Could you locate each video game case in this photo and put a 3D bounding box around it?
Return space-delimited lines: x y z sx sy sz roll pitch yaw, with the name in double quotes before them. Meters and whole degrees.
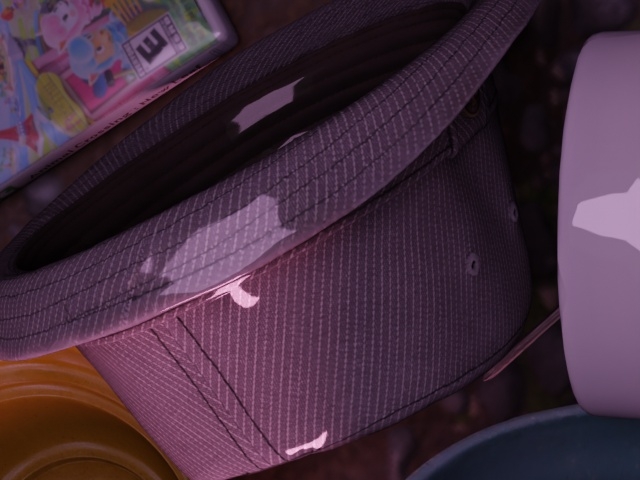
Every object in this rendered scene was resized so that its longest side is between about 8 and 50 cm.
"video game case" -0.165 -0.131 0.887 0.193 0.023 0.212 -32 77 14

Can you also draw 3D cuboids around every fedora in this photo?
"fedora" 0.000 0.000 0.728 0.243 0.275 0.124 -25 105 23

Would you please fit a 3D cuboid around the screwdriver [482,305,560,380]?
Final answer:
"screwdriver" 0.131 0.005 0.780 0.025 0.024 0.170 38 107 -11

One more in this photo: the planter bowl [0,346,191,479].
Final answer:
"planter bowl" -0.118 0.143 0.815 0.217 0.090 0.217 -1 86 19

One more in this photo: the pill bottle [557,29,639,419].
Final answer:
"pill bottle" 0.257 -0.003 0.643 0.333 0.188 0.188 1 86 18

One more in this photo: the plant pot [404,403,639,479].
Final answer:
"plant pot" 0.142 0.215 0.642 0.293 0.293 0.196 19 119 19
